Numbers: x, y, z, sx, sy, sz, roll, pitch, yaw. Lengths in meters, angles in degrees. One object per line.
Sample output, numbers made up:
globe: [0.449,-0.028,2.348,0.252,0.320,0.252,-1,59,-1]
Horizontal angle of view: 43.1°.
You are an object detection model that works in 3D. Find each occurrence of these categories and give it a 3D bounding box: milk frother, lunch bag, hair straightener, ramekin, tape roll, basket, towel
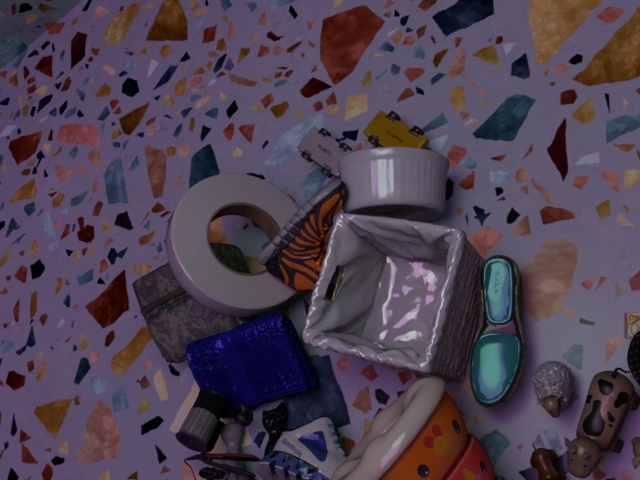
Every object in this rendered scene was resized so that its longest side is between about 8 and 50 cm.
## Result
milk frother: [-0.260,0.459,2.017,0.143,0.129,0.134,-13,37,38]
lunch bag: [-0.324,0.173,2.201,0.305,0.212,0.256,-26,78,19]
hair straightener: [-0.254,0.568,2.003,0.230,0.047,0.089,-4,59,33]
ramekin: [0.180,-0.126,1.997,0.277,0.277,0.135,-5,78,27]
tape roll: [-0.205,0.009,2.109,0.072,0.392,0.392,133,135,-56]
basket: [0.185,0.139,1.894,0.331,0.266,0.328,10,77,30]
towel: [-0.182,0.327,2.073,0.308,0.076,0.227,-22,101,21]

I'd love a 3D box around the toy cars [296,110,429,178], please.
toy cars: [0.119,-0.246,2.183,0.394,0.087,0.176,-9,63,29]

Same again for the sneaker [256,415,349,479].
sneaker: [0.025,0.512,1.912,0.316,0.127,0.182,16,50,13]

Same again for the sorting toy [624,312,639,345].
sorting toy: [0.689,0.196,1.751,0.062,0.012,0.083,-3,70,27]

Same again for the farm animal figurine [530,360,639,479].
farm animal figurine: [0.581,0.410,1.636,0.330,0.172,0.326,0,72,28]

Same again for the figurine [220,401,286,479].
figurine: [-0.170,0.534,2.056,0.215,0.092,0.209,-20,56,22]

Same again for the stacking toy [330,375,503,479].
stacking toy: [0.291,0.549,1.685,0.480,0.350,0.350,40,94,4]

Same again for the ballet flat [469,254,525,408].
ballet flat: [0.409,0.209,1.839,0.123,0.123,0.348,-2,75,28]

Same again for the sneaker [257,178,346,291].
sneaker: [0.000,0.000,1.993,0.180,0.124,0.321,42,123,-1]

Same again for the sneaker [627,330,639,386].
sneaker: [0.706,0.312,1.651,0.107,0.124,0.283,-19,42,20]
